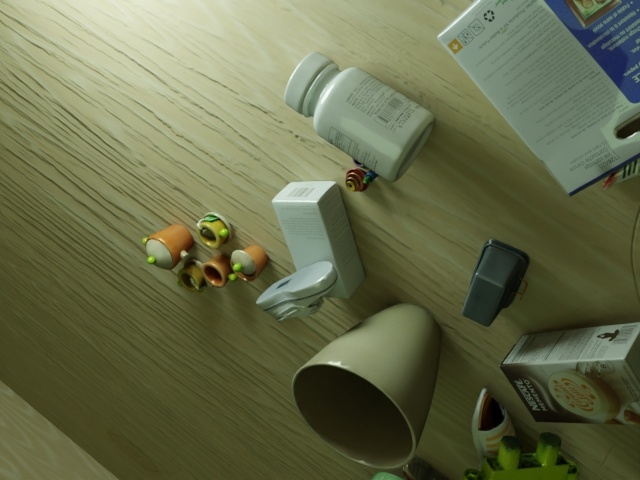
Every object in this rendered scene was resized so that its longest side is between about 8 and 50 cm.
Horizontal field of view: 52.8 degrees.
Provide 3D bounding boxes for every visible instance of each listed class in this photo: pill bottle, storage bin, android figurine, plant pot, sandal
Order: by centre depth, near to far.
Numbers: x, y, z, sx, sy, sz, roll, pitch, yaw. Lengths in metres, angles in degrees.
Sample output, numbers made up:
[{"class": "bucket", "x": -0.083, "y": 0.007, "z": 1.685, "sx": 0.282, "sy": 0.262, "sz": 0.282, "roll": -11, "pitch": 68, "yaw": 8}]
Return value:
[{"class": "pill bottle", "x": 0.061, "y": -0.209, "z": 1.062, "sx": 0.229, "sy": 0.131, "sz": 0.131, "roll": 35, "pitch": 136, "yaw": 10}, {"class": "storage bin", "x": 0.305, "y": 0.085, "z": 1.132, "sx": 0.098, "sy": 0.091, "sz": 0.135, "roll": 26, "pitch": 134, "yaw": 19}, {"class": "plant pot", "x": 0.124, "y": 0.250, "z": 1.259, "sx": 0.257, "sy": 0.274, "sz": 0.256, "roll": 20, "pitch": 132, "yaw": 24}, {"class": "android figurine", "x": 0.400, "y": 0.509, "z": 1.301, "sx": 0.248, "sy": 0.056, "sz": 0.272, "roll": -3, "pitch": 114, "yaw": -11}, {"class": "sandal", "x": 0.368, "y": 0.411, "z": 1.334, "sx": 0.076, "sy": 0.102, "sz": 0.265, "roll": 5, "pitch": 129, "yaw": 29}]

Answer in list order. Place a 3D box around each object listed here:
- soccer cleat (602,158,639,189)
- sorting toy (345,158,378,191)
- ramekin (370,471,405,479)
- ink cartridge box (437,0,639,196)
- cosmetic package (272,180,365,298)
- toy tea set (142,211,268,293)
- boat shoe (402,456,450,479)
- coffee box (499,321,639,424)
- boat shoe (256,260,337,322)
[{"class": "soccer cleat", "x": 0.444, "y": -0.098, "z": 0.934, "sx": 0.036, "sy": 0.029, "sz": 0.083, "roll": 40, "pitch": 132, "yaw": 11}, {"class": "sorting toy", "x": 0.072, "y": -0.125, "z": 1.182, "sx": 0.061, "sy": 0.042, "sz": 0.102, "roll": 26, "pitch": 134, "yaw": 19}, {"class": "ramekin", "x": 0.213, "y": 0.708, "z": 1.579, "sx": 0.303, "sy": 0.148, "sz": 0.303, "roll": 31, "pitch": 155, "yaw": 17}, {"class": "ink cartridge box", "x": 0.361, "y": -0.255, "z": 0.852, "sx": 0.307, "sy": 0.072, "sz": 0.304, "roll": 47, "pitch": 136, "yaw": -6}, {"class": "cosmetic package", "x": 0.000, "y": 0.000, "z": 1.303, "sx": 0.117, "sy": 0.085, "sz": 0.231, "roll": 4, "pitch": 126, "yaw": 35}, {"class": "toy tea set", "x": -0.284, "y": 0.048, "z": 1.519, "sx": 0.336, "sy": 0.124, "sz": 0.200, "roll": -13, "pitch": 113, "yaw": 42}, {"class": "boat shoe", "x": 0.275, "y": 0.605, "z": 1.574, "sx": 0.178, "sy": 0.064, "sz": 0.060, "roll": 40, "pitch": 142, "yaw": 14}, {"class": "coffee box", "x": 0.454, "y": 0.231, "z": 1.097, "sx": 0.141, "sy": 0.098, "sz": 0.246, "roll": 55, "pitch": 146, "yaw": -9}, {"class": "boat shoe", "x": -0.032, "y": 0.111, "z": 1.298, "sx": 0.084, "sy": 0.095, "sz": 0.258, "roll": 49, "pitch": 149, "yaw": -11}]
